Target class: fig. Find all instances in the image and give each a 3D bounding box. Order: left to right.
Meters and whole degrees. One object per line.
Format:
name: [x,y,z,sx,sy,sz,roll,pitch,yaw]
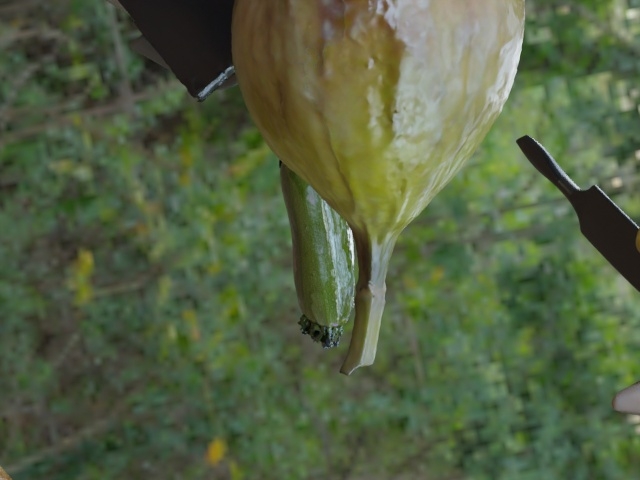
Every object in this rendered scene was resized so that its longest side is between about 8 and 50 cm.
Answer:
fig: [0.027,-0.053,0.966,0.159,0.159,0.257,-97,-169,-78]

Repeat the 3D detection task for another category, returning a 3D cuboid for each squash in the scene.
squash: [0.000,0.000,1.345,0.052,0.052,0.183,-100,-176,-58]

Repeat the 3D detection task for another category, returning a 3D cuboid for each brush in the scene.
brush: [0.233,-0.033,1.599,0.193,0.016,0.063,49,-31,31]

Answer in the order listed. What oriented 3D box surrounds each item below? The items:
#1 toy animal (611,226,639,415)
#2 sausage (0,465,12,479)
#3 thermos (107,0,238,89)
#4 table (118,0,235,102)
toy animal: [0.324,0.049,1.411,0.248,0.165,0.149,-57,143,-59]
sausage: [-0.278,0.136,1.246,0.270,0.109,0.109,61,-1,7]
thermos: [-0.104,-0.193,1.434,0.105,0.193,0.137,-40,158,-51]
table: [-0.123,-0.274,1.102,0.282,0.196,0.250,51,5,20]
